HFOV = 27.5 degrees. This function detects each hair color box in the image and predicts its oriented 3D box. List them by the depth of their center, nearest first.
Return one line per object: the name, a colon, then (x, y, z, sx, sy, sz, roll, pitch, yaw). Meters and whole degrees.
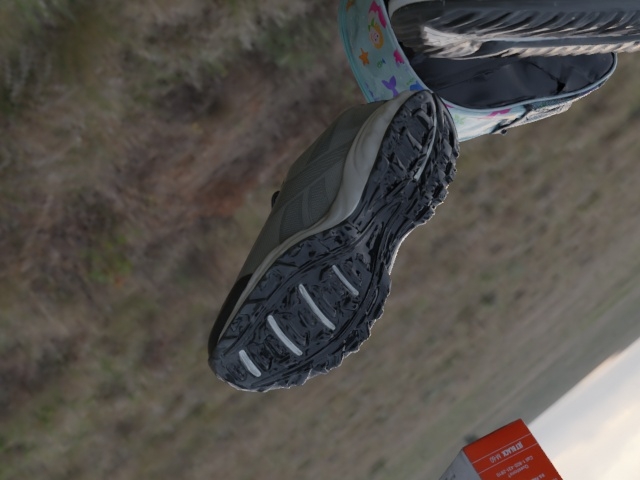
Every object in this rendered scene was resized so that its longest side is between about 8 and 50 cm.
hair color box: (0.134, 0.204, 0.791, 0.053, 0.167, 0.093, -22, 155, -29)

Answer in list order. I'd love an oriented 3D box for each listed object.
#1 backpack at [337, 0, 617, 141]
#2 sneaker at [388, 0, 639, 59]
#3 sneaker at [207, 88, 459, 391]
backpack: (0.144, -0.211, 1.338, 0.253, 0.225, 0.191, -19, 172, -34)
sneaker: (0.229, -0.223, 0.618, 0.447, 0.257, 0.169, -6, -177, -29)
sneaker: (0.000, 0.000, 0.966, 0.108, 0.100, 0.271, 3, -132, 46)
